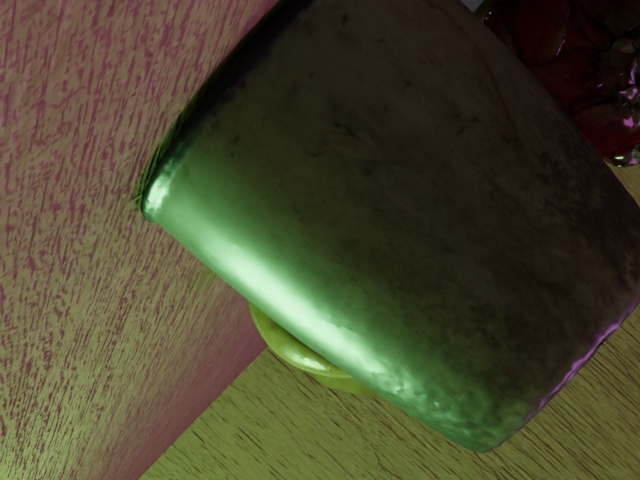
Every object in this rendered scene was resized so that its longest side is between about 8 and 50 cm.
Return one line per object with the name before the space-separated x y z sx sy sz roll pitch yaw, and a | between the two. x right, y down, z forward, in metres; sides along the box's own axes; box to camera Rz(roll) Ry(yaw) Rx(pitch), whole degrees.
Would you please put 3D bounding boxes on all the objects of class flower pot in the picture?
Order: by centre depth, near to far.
flower pot | 0.072 -0.018 1.144 0.293 0.330 0.293 -45 175 -5

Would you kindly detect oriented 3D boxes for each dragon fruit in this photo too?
dragon fruit | 0.369 -0.260 2.001 0.329 0.329 0.329 -47 175 -5

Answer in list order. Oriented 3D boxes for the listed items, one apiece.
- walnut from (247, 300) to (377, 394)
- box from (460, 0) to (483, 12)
walnut | 0.051 0.046 1.780 0.285 0.285 0.296 -44 153 -35
box | 0.124 -0.245 1.463 0.211 0.045 0.270 -48 176 9
